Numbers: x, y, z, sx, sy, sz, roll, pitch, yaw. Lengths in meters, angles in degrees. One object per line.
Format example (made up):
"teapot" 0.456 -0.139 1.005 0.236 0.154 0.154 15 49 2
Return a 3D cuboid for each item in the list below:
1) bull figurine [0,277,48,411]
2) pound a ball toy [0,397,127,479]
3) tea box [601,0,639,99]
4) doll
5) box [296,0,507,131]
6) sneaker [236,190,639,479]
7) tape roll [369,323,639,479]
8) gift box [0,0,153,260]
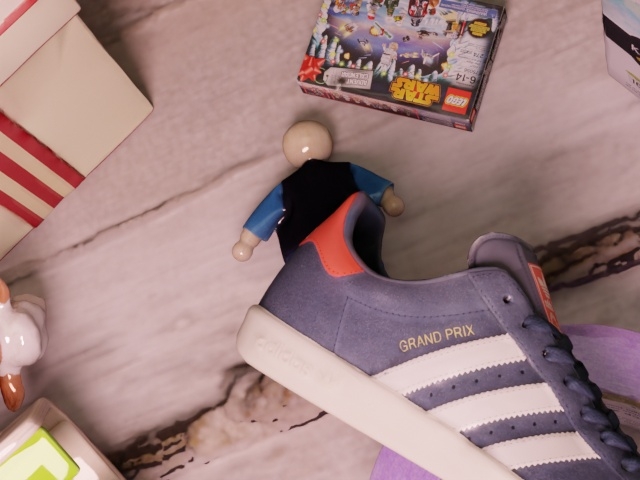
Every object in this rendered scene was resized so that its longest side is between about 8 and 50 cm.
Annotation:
"bull figurine" -0.329 0.127 0.987 0.188 0.101 0.310 7 47 43
"pound a ball toy" -0.242 0.288 0.956 0.319 0.136 0.208 -42 95 -2
"tea box" 0.355 -0.140 0.834 0.329 0.323 0.220 41 85 21
"doll" 0.000 0.000 1.017 0.129 0.046 0.189 -12 71 8
"box" 0.061 -0.142 1.057 0.137 0.027 0.094 14 78 16
"sneaker" 0.121 0.085 0.823 0.350 0.131 0.148 30 86 19
"tape roll" 0.167 0.195 0.897 0.274 0.090 0.275 -4 72 11
"gift box" -0.279 -0.129 1.006 0.276 0.258 0.255 38 84 21
